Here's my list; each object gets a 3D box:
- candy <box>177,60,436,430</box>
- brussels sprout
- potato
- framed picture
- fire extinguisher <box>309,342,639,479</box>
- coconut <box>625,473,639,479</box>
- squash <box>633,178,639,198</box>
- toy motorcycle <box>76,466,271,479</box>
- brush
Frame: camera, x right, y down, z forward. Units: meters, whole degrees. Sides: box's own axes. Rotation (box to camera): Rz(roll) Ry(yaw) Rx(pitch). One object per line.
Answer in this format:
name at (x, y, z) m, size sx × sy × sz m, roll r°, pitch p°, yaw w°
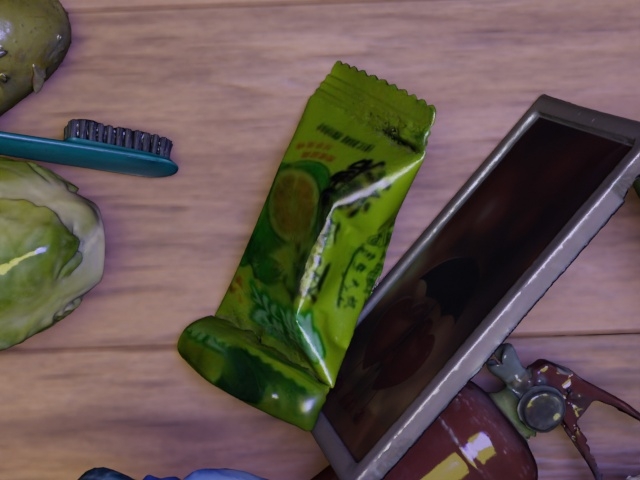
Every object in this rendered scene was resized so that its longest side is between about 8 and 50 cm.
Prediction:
candy at (0.000, 0.000, 1.028) m, size 0.069 × 0.149 × 0.246 m, roll 19°, pitch 96°, yaw -43°
brussels sprout at (-0.228, 0.010, 1.026) m, size 0.155 × 0.155 × 0.117 m, roll 10°, pitch 131°, yaw 1°
potato at (-0.267, -0.119, 1.047) m, size 0.188 × 0.085 × 0.105 m, roll -43°, pitch 111°, yaw 4°
framed picture at (0.095, 0.026, 0.977) m, size 0.020 × 0.211 × 0.289 m, roll 41°, pitch 91°, yaw -16°
fire extinguisher at (0.074, 0.195, 1.034) m, size 0.337 × 0.106 × 0.147 m, roll -37°, pitch 105°, yaw 2°
coconut at (0.235, 0.283, 0.940) m, size 0.239 × 0.244 × 0.239 m, roll -2°, pitch 103°, yaw -10°
squash at (0.399, 0.043, 0.945) m, size 0.263 × 0.263 × 0.384 m, roll -33°, pitch 90°, yaw 1°
toy motorcycle at (0.002, 0.241, 0.884) m, size 0.241 × 0.182 × 0.319 m, roll -31°, pitch 105°, yaw 27°
brush at (-0.193, -0.073, 1.040) m, size 0.193 × 0.043 × 0.032 m, roll 10°, pitch 74°, yaw -20°
